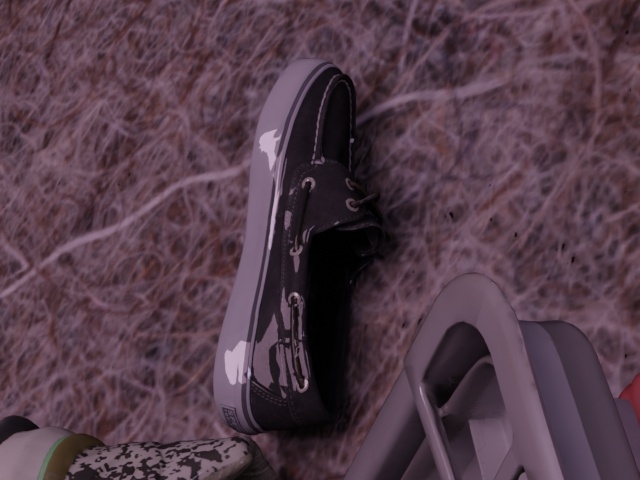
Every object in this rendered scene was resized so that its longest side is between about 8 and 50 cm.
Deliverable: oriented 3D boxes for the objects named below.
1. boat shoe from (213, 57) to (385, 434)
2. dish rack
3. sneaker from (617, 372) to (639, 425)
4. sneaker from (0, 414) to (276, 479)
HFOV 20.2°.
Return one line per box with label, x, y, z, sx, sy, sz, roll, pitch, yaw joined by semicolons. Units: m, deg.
boat shoe;0.000;0.000;1.010;0.076;0.080;0.228;0;61;26
dish rack;0.068;0.205;0.705;0.333;0.072;0.286;115;149;-48
sneaker;0.234;0.105;0.662;0.136;0.116;0.314;-50;40;9
sneaker;-0.087;0.262;0.894;0.182;0.158;0.410;-16;59;18
